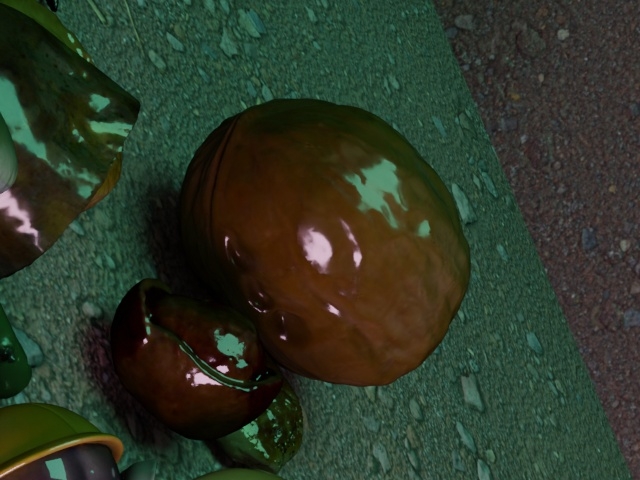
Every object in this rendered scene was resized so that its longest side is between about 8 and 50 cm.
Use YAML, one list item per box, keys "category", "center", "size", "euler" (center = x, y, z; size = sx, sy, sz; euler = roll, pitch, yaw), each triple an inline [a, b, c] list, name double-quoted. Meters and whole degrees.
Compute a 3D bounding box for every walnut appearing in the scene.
- category: "walnut"
  center: [0.000, 0.000, 2.358]
  size: [0.398, 0.354, 0.308]
  euler: [53, 49, -21]

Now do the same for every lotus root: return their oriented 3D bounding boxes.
- category: "lotus root"
  center: [-0.340, -0.146, 1.939]
  size: [0.260, 0.149, 0.267]
  euler: [45, 48, -21]

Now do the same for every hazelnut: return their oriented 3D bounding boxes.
- category: "hazelnut"
  center: [-0.148, 0.130, 2.106]
  size: [0.202, 0.160, 0.170]
  euler: [55, -11, -17]

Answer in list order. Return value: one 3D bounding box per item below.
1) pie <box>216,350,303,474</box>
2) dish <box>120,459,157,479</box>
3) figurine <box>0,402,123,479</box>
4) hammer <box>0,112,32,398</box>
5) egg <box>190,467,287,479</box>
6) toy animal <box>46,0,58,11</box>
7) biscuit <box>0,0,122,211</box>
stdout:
- category: "pie"
  center: [-0.090, 0.197, 2.276]
  size: [0.163, 0.079, 0.193]
  euler: [-5, 67, -62]
- category: "dish"
  center: [-0.214, 0.290, 1.909]
  size: [0.141, 0.078, 0.141]
  euler: [-172, -90, -86]
- category: "figurine"
  center: [-0.265, 0.277, 1.706]
  size: [0.192, 0.167, 0.257]
  euler: [22, 65, -75]
- category: "hammer"
  center: [-0.363, 0.020, 1.821]
  size: [0.119, 0.206, 0.335]
  euler: [-113, -177, -64]
- category: "egg"
  center: [-0.079, 0.341, 1.961]
  size: [0.244, 0.201, 0.201]
  euler: [43, 28, -41]
- category: "toy animal"
  center: [-0.392, -0.402, 2.325]
  size: [0.243, 0.087, 0.260]
  euler: [40, 27, -38]
- category: "biscuit"
  center: [-0.333, -0.168, 2.161]
  size: [0.296, 0.102, 0.296]
  euler: [47, 24, -29]
